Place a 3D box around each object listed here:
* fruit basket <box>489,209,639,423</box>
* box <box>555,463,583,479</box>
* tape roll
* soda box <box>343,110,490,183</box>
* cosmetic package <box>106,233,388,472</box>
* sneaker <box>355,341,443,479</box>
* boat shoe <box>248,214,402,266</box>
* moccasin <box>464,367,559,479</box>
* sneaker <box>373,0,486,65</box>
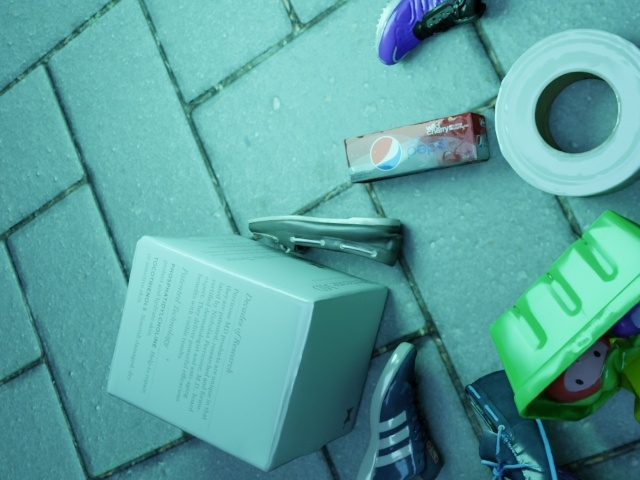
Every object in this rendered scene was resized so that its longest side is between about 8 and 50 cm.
[{"bbox_3d":[0.515,0.188,1.394,0.392,0.283,0.391,-12,72,39],"label":"fruit basket"},{"bbox_3d":[0.403,0.549,1.465,0.201,0.057,0.293,23,102,57],"label":"box"},{"bbox_3d":[0.450,-0.214,1.491,0.286,0.100,0.286,1,91,29],"label":"tape roll"},{"bbox_3d":[0.181,-0.173,1.648,0.263,0.083,0.092,-9,88,28],"label":"soda box"},{"bbox_3d":[-0.138,0.194,1.697,0.394,0.329,0.327,19,100,26],"label":"cosmetic package"},{"bbox_3d":[0.170,0.371,1.658,0.148,0.131,0.349,14,104,21],"label":"sneaker"},{"bbox_3d":[0.000,0.000,1.739,0.335,0.112,0.095,1,88,25],"label":"boat shoe"},{"bbox_3d":[0.324,0.359,1.471,0.117,0.342,0.137,-14,116,4],"label":"moccasin"},{"bbox_3d":[0.221,-0.432,1.607,0.146,0.102,0.293,42,110,20],"label":"sneaker"}]
